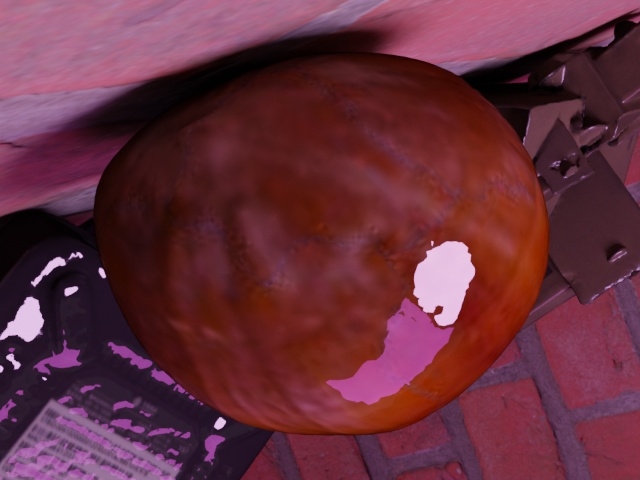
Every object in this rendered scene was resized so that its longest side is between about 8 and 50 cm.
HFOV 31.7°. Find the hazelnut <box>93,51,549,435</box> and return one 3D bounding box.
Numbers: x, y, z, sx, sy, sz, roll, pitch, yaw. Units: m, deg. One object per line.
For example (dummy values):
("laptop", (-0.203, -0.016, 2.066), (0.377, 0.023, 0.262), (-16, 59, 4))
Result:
("hazelnut", (0.000, 0.000, 0.525), (0.214, 0.176, 0.214), (-11, 151, -6))

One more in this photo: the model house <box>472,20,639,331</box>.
("model house", (0.193, -0.063, 0.876), (0.211, 0.204, 0.243), (-19, 162, -49))

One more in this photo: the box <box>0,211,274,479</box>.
("box", (-0.180, 0.152, 0.779), (0.289, 0.290, 0.073), (-52, -135, -5))

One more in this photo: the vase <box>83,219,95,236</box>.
("vase", (-0.082, 0.025, 1.021), (0.301, 0.156, 0.251), (-30, 153, -54))
